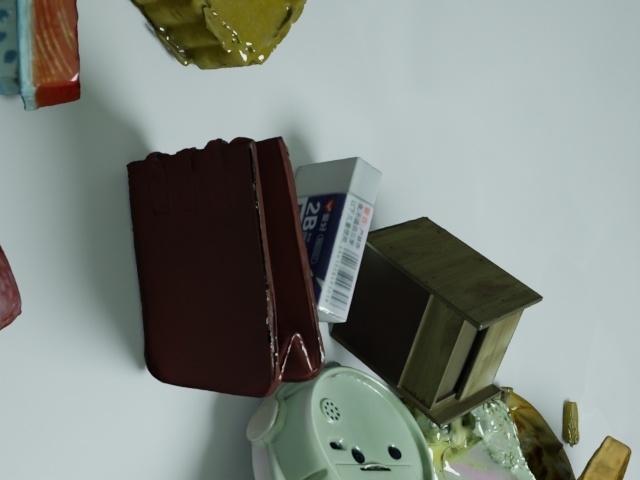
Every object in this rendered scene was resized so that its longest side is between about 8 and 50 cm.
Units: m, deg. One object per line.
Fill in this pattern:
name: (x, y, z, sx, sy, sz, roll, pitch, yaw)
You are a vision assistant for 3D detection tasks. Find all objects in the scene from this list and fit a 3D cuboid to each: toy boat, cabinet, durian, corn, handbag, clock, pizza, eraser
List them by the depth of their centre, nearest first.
toy boat: (-0.320, -0.306, 0.943, 0.133, 0.145, 0.331, -2, 88, -14)
handbag: (-0.115, 0.028, 1.016, 0.084, 0.260, 0.275, -10, 93, -39)
clock: (0.035, 0.281, 1.163, 0.265, 0.109, 0.324, 13, 46, -44)
eraser: (0.000, 0.000, 1.208, 0.068, 0.125, 0.210, 28, 69, -37)
cabinet: (0.155, 0.103, 1.240, 0.148, 0.215, 0.174, -16, 131, -41)
durian: (0.209, 0.290, 1.351, 0.172, 0.167, 0.306, -16, 84, -45)
pizza: (0.348, 0.402, 1.525, 0.323, 0.089, 0.223, 56, 52, -24)
corn: (0.454, 0.333, 1.657, 0.027, 0.028, 0.083, 10, 80, -62)

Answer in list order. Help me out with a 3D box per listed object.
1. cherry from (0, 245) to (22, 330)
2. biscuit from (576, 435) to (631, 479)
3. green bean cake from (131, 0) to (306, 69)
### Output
cherry: (-0.384, 0.035, 0.830, 0.250, 0.175, 0.192, 21, 58, -42)
biscuit: (0.396, 0.454, 1.420, 0.351, 0.057, 0.311, -33, 137, -50)
green bean cake: (-0.127, -0.344, 1.112, 0.229, 0.131, 0.224, 49, 60, -32)
